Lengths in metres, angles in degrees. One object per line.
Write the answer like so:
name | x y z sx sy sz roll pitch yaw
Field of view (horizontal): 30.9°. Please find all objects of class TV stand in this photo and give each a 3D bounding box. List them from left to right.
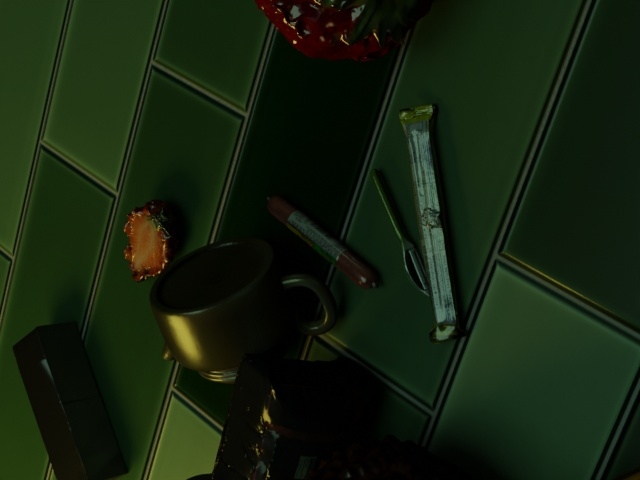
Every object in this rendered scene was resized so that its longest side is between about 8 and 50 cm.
TV stand | -0.409 0.274 1.884 0.088 0.083 0.269 -35 72 37

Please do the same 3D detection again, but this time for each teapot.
teapot | -0.104 0.110 1.551 0.268 0.185 0.175 -11 121 19

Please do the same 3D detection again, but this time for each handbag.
handbag | -0.032 0.251 1.490 0.155 0.169 0.215 38 120 49

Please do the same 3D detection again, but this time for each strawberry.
strawberry | -0.252 0.000 1.746 0.104 0.048 0.152 53 139 17
strawberry | 0.016 -0.345 1.359 0.277 0.257 0.257 49 124 45

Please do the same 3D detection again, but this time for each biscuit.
biscuit | 0.135 -0.020 1.407 0.048 0.026 0.292 -8 87 18

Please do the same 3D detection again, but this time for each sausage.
sausage | 0.000 0.000 1.531 0.223 0.029 0.029 39 118 32

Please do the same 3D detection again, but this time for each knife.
knife | 0.099 -0.007 1.448 0.026 0.022 0.184 -25 76 13

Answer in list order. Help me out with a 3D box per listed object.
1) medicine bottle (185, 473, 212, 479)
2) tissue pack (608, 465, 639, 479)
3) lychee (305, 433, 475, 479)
medicine bottle | -0.137 0.494 1.552 0.245 0.245 0.306 24 103 38
tissue pack | 0.349 0.326 1.177 0.274 0.145 0.194 -38 67 36
lychee | 0.079 0.381 1.321 0.306 0.306 0.330 59 153 21
